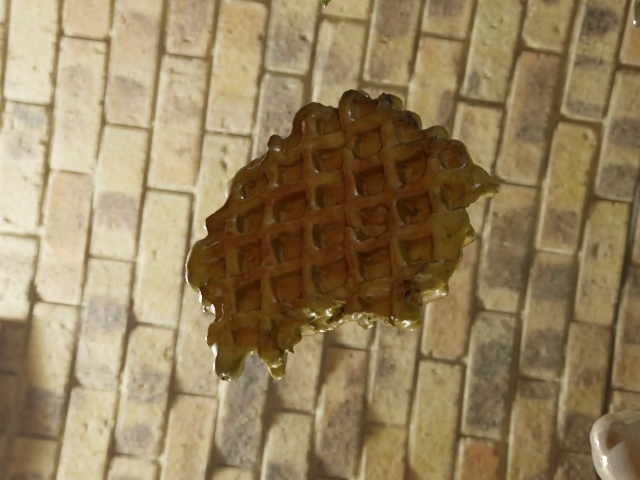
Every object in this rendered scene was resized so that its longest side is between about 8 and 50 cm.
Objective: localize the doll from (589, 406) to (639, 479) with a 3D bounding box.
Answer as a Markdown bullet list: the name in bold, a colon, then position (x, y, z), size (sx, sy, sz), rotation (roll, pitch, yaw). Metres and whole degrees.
- **doll**: position (0.464, 0.243, 1.194), size (0.251, 0.221, 0.221), rotation (87, -170, -85)

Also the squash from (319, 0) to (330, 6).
- **squash**: position (0.003, -0.476, 1.301), size (0.093, 0.169, 0.252), rotation (8, -60, -54)

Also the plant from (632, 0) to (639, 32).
- **plant**: position (0.314, -0.193, 0.450), size (0.306, 0.297, 0.261), rotation (-31, -46, -39)

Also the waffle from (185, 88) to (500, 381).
- **waffle**: position (0.008, -0.006, 0.867), size (0.058, 0.301, 0.281), rotation (43, -166, -47)
